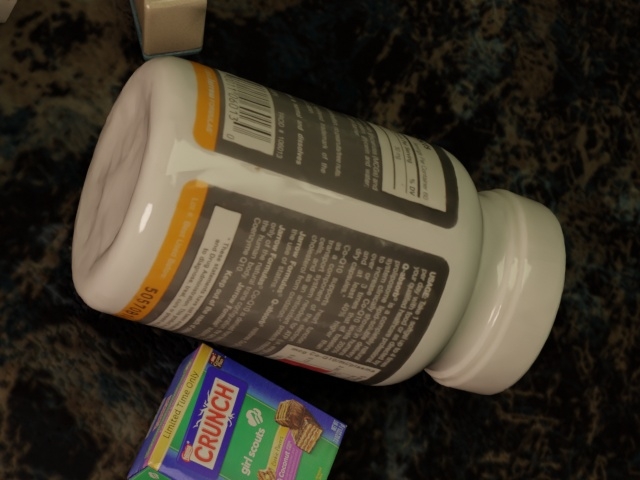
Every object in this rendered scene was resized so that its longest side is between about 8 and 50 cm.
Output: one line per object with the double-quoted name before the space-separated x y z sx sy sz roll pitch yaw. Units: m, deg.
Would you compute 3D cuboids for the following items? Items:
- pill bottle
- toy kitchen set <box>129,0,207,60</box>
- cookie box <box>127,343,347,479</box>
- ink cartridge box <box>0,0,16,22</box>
"pill bottle" 0.000 0.000 1.001 0.278 0.162 0.162 18 59 -21
"toy kitchen set" -0.042 -0.218 1.135 0.207 0.122 0.166 -12 72 -12
"cookie box" -0.050 0.129 0.983 0.107 0.040 0.091 31 56 -12
"ink cartridge box" -0.256 -0.203 1.003 0.143 0.090 0.092 3 65 -26
